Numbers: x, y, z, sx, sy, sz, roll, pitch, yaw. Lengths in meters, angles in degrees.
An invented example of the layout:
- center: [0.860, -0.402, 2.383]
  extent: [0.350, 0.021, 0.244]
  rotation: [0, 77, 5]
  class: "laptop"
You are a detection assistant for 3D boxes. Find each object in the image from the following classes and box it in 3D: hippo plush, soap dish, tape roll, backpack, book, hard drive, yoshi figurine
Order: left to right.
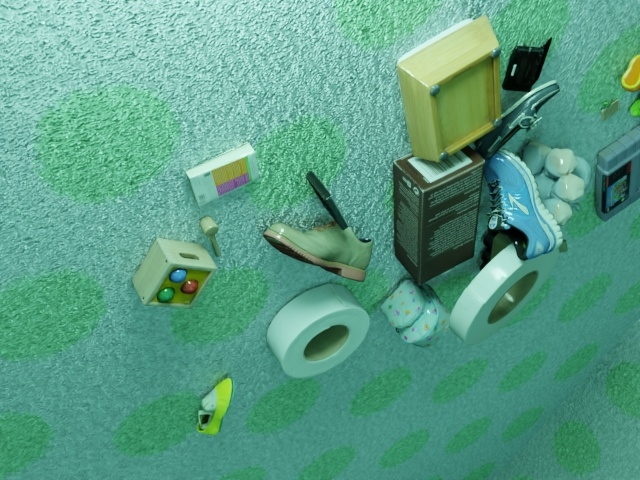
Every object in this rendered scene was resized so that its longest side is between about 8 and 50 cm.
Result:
- center: [-0.201, -0.134, 1.535]
  extent: [0.144, 0.035, 0.096]
  rotation: [-26, 146, -14]
  class: "book"
- center: [-0.005, 0.254, 2.063]
  extent: [0.286, 0.100, 0.286]
  rotation: [-22, 141, -19]
  class: "tape roll"
- center: [0.017, -0.091, 1.706]
  extent: [0.022, 0.094, 0.135]
  rotation: [-36, 144, -1]
  class: "hard drive"
- center: [0.285, 0.219, 2.189]
  extent: [0.166, 0.188, 0.144]
  rotation: [-46, 143, 13]
  class: "backpack"
- center: [0.300, -0.328, 1.662]
  extent: [0.229, 0.118, 0.291]
  rotation: [-31, 142, -8]
  class: "soap dish"
- center: [0.534, 0.143, 2.142]
  extent: [0.392, 0.072, 0.392]
  rotation: [-34, 151, -21]
  class: "tape roll"
- center: [0.670, -0.130, 2.087]
  extent: [0.237, 0.234, 0.294]
  rotation: [0, 130, -39]
  class: "hippo plush"
- center: [0.998, -0.400, 2.118]
  extent: [0.203, 0.203, 0.362]
  rotation: [-38, 150, 29]
  class: "yoshi figurine"

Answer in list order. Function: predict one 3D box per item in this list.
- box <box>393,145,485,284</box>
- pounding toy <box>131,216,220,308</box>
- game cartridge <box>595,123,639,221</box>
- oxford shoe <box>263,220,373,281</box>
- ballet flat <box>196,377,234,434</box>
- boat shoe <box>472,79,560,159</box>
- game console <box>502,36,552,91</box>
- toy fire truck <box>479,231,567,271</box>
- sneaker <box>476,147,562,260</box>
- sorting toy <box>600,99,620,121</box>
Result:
- center: [0.303, -0.075, 1.928]
  extent: [0.191, 0.143, 0.381]
  rotation: [-26, 141, -16]
  class: "box"
- center: [-0.278, 0.052, 1.621]
  extent: [0.181, 0.094, 0.206]
  rotation: [10, 124, -45]
  class: "pounding toy"
- center: [1.006, -0.221, 2.415]
  extent: [0.230, 0.068, 0.355]
  rotation: [-38, 144, -6]
  class: "game cartridge"
- center: [0.000, 0.000, 1.808]
  extent: [0.348, 0.123, 0.130]
  rotation: [23, 88, -48]
  class: "oxford shoe"
- center: [-0.303, 0.476, 2.089]
  extent: [0.077, 0.077, 0.231]
  rotation: [4, 131, -21]
  class: "ballet flat"
- center: [0.498, -0.301, 1.851]
  extent: [0.254, 0.079, 0.095]
  rotation: [-36, 165, 13]
  class: "boat shoe"
- center: [0.506, -0.433, 1.807]
  extent: [0.107, 0.071, 0.122]
  rotation: [4, 134, -2]
  class: "game console"
- center: [0.649, 0.023, 2.327]
  extent: [0.246, 0.158, 0.217]
  rotation: [-36, 145, -21]
  class: "toy fire truck"
- center: [0.494, -0.095, 1.927]
  extent: [0.147, 0.330, 0.130]
  rotation: [-30, 178, -13]
  class: "sneaker"
- center: [0.837, -0.384, 2.132]
  extent: [0.062, 0.012, 0.083]
  rotation: [-34, 147, 4]
  class: "sorting toy"
